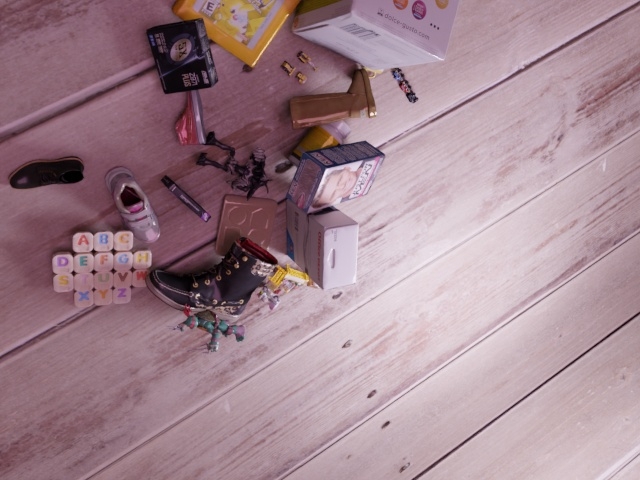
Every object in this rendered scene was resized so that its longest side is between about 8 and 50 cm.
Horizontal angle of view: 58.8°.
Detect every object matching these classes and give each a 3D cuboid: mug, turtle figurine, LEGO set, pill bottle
[{"bbox_3d":[0.175,-0.588,1.906,0.064,0.062,0.078,0,104,-19],"label":"mug"},{"bbox_3d":[-0.359,0.279,1.797,0.234,0.175,0.118,15,104,-49],"label":"turtle figurine"},{"bbox_3d":[-0.129,0.167,2.040,0.107,0.132,0.287,-48,162,32],"label":"LEGO set"},{"bbox_3d":[-0.001,-0.316,1.891,0.119,0.119,0.208,39,91,-34],"label":"pill bottle"}]

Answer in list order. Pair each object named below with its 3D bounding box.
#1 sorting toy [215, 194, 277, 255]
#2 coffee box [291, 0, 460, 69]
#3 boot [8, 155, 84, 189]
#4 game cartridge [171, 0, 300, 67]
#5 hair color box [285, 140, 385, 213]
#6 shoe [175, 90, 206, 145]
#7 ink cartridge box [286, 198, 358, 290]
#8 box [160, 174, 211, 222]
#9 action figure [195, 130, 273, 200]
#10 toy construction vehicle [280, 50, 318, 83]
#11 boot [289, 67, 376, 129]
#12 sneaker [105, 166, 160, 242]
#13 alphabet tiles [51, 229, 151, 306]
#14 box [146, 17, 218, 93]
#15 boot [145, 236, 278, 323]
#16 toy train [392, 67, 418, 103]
[{"bbox_3d":[-0.253,-0.046,1.927,0.193,0.038,0.208,5,104,-29],"label":"sorting toy"},{"bbox_3d":[0.172,-0.726,1.652,0.337,0.338,0.334,14,92,-31],"label":"coffee box"},{"bbox_3d":[-0.747,-0.175,1.550,0.198,0.137,0.077,-23,119,-17],"label":"boot"},{"bbox_3d":[-0.215,-0.704,1.614,0.285,0.053,0.324,27,112,-33],"label":"game cartridge"},{"bbox_3d":[0.057,-0.214,1.862,0.347,0.105,0.174,-21,143,-49],"label":"hair color box"},{"bbox_3d":[-0.395,-0.372,1.695,0.081,0.063,0.178,-7,97,3],"label":"shoe"},{"bbox_3d":[0.000,0.000,1.911,0.129,0.307,0.223,-9,115,-24],"label":"ink cartridge box"},{"bbox_3d":[-0.416,-0.129,1.755,0.029,0.116,0.162,-48,124,-4],"label":"box"},{"bbox_3d":[-0.249,-0.225,1.790,0.275,0.141,0.164,25,86,-32],"label":"action figure"},{"bbox_3d":[-0.064,-0.552,1.809,0.086,0.035,0.098,-50,124,-1],"label":"toy construction vehicle"},{"bbox_3d":[0.031,-0.464,1.840,0.269,0.236,0.089,-8,136,0],"label":"boot"},{"bbox_3d":[-0.558,-0.091,1.700,0.103,0.111,0.252,-31,122,-13],"label":"sneaker"},{"bbox_3d":[-0.666,0.092,1.740,0.284,0.021,0.278,-2,124,-26],"label":"alphabet tiles"},{"bbox_3d":[-0.385,-0.517,1.595,0.147,0.077,0.180,-6,118,8],"label":"box"},{"bbox_3d":[-0.342,0.109,1.845,0.377,0.138,0.284,29,110,-37],"label":"boot"},{"bbox_3d":[0.297,-0.547,2.006,0.036,0.027,0.158,-38,124,4],"label":"toy train"}]
